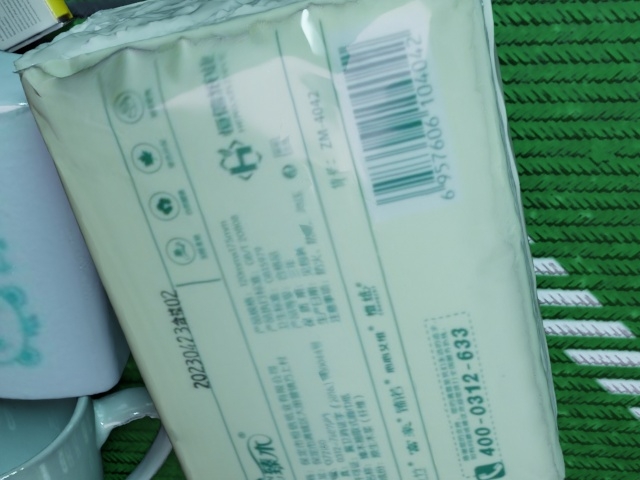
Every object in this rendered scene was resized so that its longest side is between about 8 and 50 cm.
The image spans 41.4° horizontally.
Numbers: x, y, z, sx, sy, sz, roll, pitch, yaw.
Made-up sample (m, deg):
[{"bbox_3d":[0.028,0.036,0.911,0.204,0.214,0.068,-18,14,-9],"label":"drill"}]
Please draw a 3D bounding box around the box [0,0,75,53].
[{"bbox_3d":[-0.330,-0.183,0.676,0.247,0.033,0.129,-19,113,19],"label":"box"}]

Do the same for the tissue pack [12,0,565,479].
[{"bbox_3d":[0.000,0.000,0.609,0.297,0.207,0.381,-8,115,12],"label":"tissue pack"}]

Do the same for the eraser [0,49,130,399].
[{"bbox_3d":[-0.269,-0.006,0.699,0.189,0.104,0.290,1,124,2],"label":"eraser"}]

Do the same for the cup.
[{"bbox_3d":[-0.257,0.231,0.810,0.258,0.186,0.234,-14,126,-13],"label":"cup"}]
